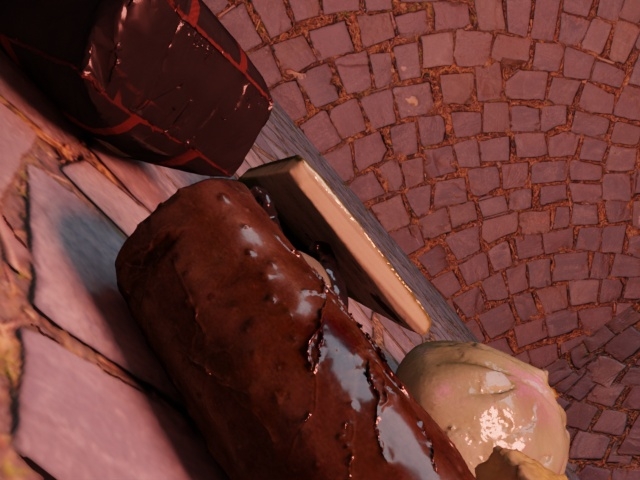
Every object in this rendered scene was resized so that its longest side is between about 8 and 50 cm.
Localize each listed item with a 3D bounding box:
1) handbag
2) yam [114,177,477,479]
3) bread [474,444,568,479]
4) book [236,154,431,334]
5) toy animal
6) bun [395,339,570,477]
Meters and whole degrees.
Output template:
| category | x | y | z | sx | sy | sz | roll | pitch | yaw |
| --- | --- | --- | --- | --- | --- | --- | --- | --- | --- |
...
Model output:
| category | x | y | z | sx | sy | sz | roll | pitch | yaw |
| --- | --- | --- | --- | --- | --- | --- | --- | --- | --- |
| handbag | -0.168 | -0.159 | 0.599 | 0.169 | 0.155 | 0.215 | 33 | -1 | 30 |
| yam | -0.018 | 0.096 | 0.409 | 0.279 | 0.131 | 0.131 | 50 | 8 | 19 |
| bread | 0.196 | 0.327 | 0.420 | 0.236 | 0.165 | 0.375 | 45 | 10 | -10 |
| book | 0.000 | 0.000 | 0.853 | 0.239 | 0.035 | 0.352 | 50 | -10 | -13 |
| toy animal | -0.052 | 0.032 | 0.632 | 0.225 | 0.094 | 0.121 | 40 | 23 | -55 |
| bun | 0.240 | 0.244 | 0.902 | 0.293 | 0.187 | 0.293 | 48 | 12 | -14 |
